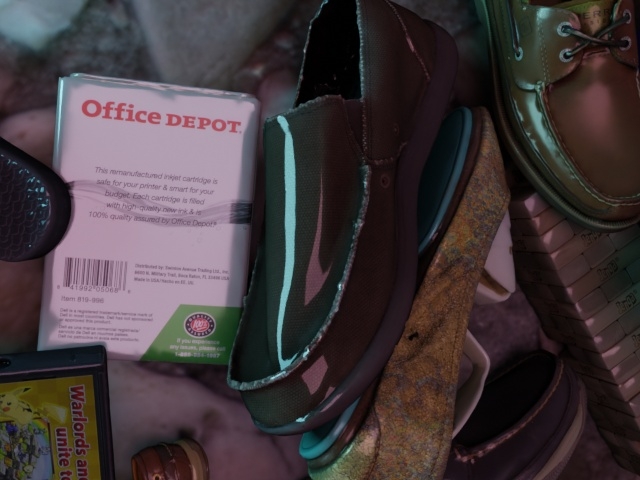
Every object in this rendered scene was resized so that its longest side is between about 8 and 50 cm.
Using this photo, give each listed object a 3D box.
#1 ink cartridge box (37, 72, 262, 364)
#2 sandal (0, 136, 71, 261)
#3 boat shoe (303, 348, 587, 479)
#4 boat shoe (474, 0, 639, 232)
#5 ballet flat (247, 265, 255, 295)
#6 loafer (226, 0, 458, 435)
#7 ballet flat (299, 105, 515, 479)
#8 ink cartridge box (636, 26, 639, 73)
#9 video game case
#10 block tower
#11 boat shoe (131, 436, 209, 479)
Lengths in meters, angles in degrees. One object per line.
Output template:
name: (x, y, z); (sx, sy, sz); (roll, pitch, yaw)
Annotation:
ink cartridge box: (-0.132, -0.015, 0.642); (0.153, 0.087, 0.208); (6, 92, -14)
sandal: (-0.285, -0.075, 0.600); (0.254, 0.054, 0.097); (42, 103, 7)
boat shoe: (0.068, 0.197, 0.680); (0.355, 0.132, 0.130); (-37, 100, -11)
boat shoe: (0.194, -0.159, 0.658); (0.111, 0.104, 0.307); (-14, 73, -13)
ballet flat: (0.000, 0.000, 0.707); (0.173, 0.049, 0.057); (-41, 78, -15)
loafer: (-0.005, -0.040, 0.608); (0.130, 0.134, 0.365); (34, 57, -31)
ballet flat: (0.095, 0.049, 0.652); (0.123, 0.123, 0.348); (32, 60, -13)
ink cartridge box: (0.411, -0.082, 0.642); (0.270, 0.395, 0.151); (16, 131, -16)
video game case: (-0.276, 0.214, 0.599); (0.248, 0.035, 0.274); (-4, 112, -14)
block tower: (0.264, 0.073, 0.744); (0.091, 0.097, 0.335); (-33, 98, -12)
boat shoe: (-0.130, 0.251, 0.658); (0.060, 0.064, 0.177); (4, 85, -37)
